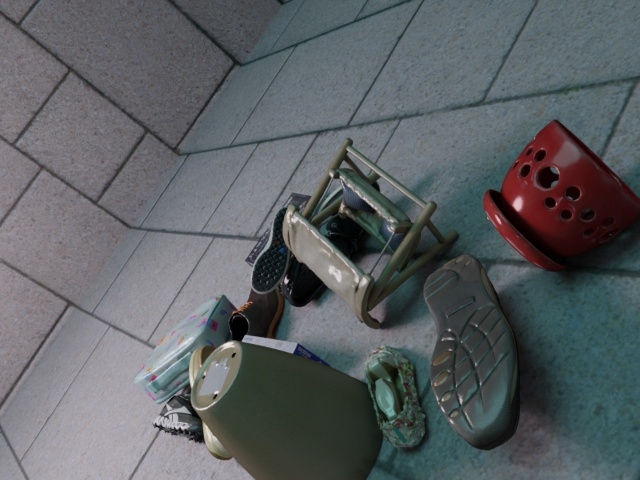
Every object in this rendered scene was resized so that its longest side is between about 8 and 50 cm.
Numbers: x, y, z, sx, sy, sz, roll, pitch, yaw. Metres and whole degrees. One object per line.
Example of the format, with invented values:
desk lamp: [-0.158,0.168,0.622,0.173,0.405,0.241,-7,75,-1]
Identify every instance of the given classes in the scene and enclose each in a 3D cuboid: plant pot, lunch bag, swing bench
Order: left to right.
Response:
lunch bag: [-0.323,0.274,1.692,0.279,0.108,0.224,-38,15,23]
plant pot: [-0.077,0.294,1.173,0.256,0.274,0.257,-36,32,27]
swing bench: [0.078,-0.012,1.334,0.255,0.165,0.253,-49,55,1]
plant pot: [0.363,-0.058,1.048,0.174,0.191,0.191,-49,27,23]

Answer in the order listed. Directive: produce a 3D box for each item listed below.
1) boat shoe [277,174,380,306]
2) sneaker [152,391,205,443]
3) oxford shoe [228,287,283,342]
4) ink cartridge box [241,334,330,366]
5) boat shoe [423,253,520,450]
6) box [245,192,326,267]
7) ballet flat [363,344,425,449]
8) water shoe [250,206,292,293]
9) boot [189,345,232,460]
boat shoe: [0.024,0.011,1.521,0.340,0.127,0.113,-46,29,12]
sneaker: [-0.310,0.402,1.596,0.234,0.078,0.106,-11,50,54]
oxford shoe: [-0.156,0.173,1.615,0.096,0.098,0.272,-35,33,28]
ink cartridge box: [-0.080,0.245,1.425,0.207,0.097,0.046,-3,54,54]
boat shoe: [0.244,0.162,1.015,0.132,0.130,0.355,-32,27,25]
box: [-0.077,-0.011,1.769,0.231,0.056,0.183,-57,30,-10]
ballet flat: [0.116,0.243,1.158,0.091,0.077,0.241,-37,30,9]
water shoe: [-0.092,0.026,1.537,0.080,0.072,0.203,24,-91,-82]
boot: [-0.179,0.294,1.439,0.203,0.095,0.262,-47,43,29]
